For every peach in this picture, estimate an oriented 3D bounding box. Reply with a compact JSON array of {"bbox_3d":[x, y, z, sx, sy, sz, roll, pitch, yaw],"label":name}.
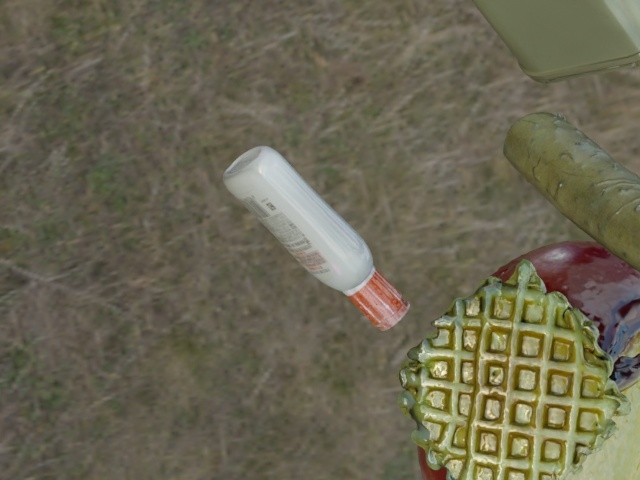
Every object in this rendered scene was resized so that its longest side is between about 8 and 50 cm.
[{"bbox_3d":[0.293,0.220,1.631,0.339,0.353,0.416,47,36,-34],"label":"peach"}]

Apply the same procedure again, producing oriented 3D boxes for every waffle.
[{"bbox_3d":[0.183,0.147,1.386,0.208,0.214,0.054,54,7,13],"label":"waffle"}]

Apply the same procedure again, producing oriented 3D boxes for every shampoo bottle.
[{"bbox_3d":[0.000,0.000,1.391,0.221,0.108,0.051,45,71,-13],"label":"shampoo bottle"}]

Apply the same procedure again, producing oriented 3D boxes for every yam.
[{"bbox_3d":[0.302,-0.017,1.351,0.083,0.371,0.083,-16,127,-22],"label":"yam"}]

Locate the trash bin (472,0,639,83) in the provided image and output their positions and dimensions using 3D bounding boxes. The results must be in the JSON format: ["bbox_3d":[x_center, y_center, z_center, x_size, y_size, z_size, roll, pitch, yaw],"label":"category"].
[{"bbox_3d":[0.322,-0.336,1.906,0.247,0.243,0.121,42,55,-39],"label":"trash bin"}]
